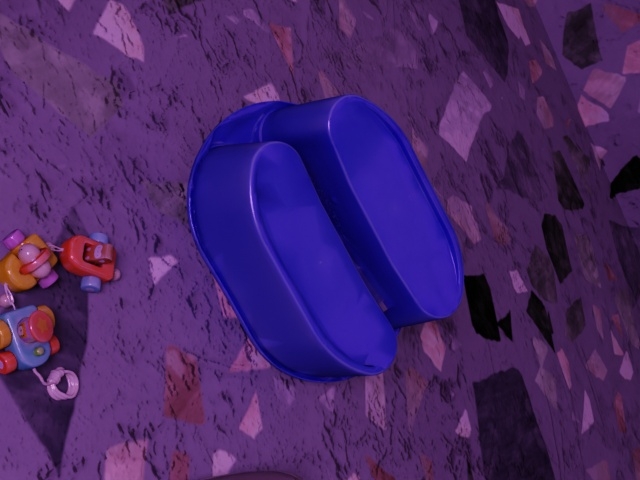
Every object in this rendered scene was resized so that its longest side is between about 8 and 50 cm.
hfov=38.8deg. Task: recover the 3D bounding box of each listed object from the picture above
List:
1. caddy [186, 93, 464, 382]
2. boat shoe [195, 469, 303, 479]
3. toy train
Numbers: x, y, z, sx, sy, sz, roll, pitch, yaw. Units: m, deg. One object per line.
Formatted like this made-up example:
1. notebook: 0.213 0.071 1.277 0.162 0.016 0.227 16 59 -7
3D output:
1. caddy: 0.000 0.000 1.025 0.241 0.179 0.341 -35 103 -28
2. boat shoe: -0.143 0.288 0.778 0.335 0.112 0.095 -12 101 -48
3. toy train: -0.229 0.051 0.811 0.125 0.046 0.166 33 50 -39
